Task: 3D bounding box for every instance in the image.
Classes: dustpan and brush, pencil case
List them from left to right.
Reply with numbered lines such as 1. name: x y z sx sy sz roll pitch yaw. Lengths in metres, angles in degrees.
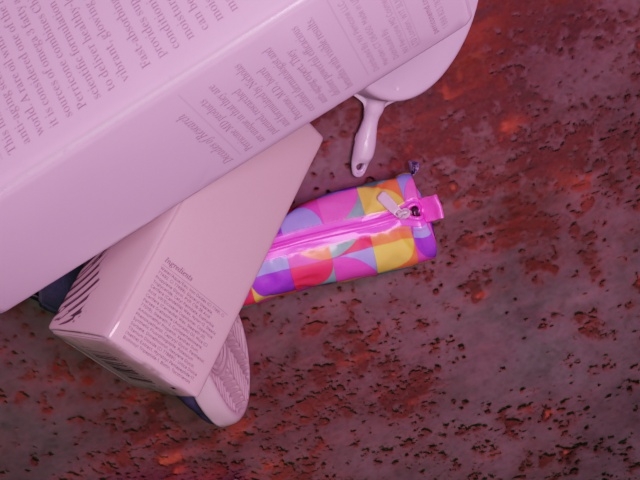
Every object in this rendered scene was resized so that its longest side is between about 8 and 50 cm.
1. pencil case: 0.000 0.000 0.959 0.236 0.104 0.104 -16 114 1
2. dustpan and brush: 0.061 -0.156 0.927 0.147 0.060 0.211 2 108 -21

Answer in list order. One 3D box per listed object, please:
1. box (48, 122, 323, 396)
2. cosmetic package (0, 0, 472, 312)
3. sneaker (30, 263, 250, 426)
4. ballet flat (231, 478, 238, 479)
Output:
1. box: -0.111 -0.011 0.852 0.113 0.094 0.275 44 60 -36
2. cosmetic package: -0.142 -0.162 0.746 0.453 0.161 0.230 -30 69 6
3. sneaker: -0.199 0.055 0.959 0.148 0.131 0.350 -20 117 20
4. ballet flat: -0.256 0.347 1.082 0.400 0.139 0.139 -11 114 -6
